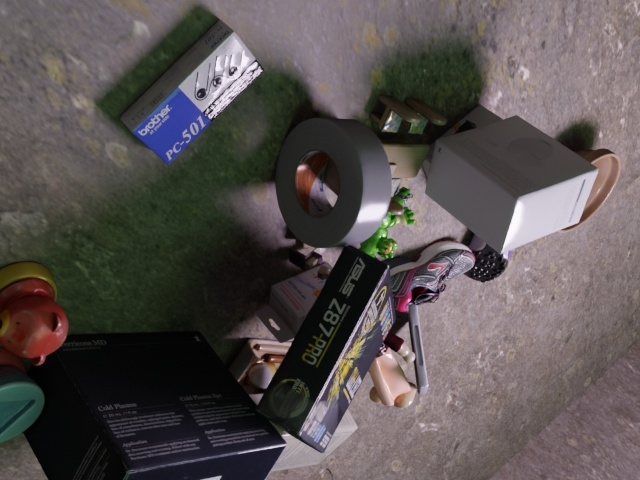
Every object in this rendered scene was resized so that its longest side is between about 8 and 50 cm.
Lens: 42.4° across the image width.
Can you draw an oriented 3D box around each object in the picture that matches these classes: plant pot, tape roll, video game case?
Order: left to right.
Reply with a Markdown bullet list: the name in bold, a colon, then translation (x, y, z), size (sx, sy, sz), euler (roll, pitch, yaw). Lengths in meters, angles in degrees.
- **tape roll**: translation (0.018, -0.098, 1.400), size (0.072, 0.219, 0.219), euler (-5, 129, -42)
- **video game case**: translation (0.234, 0.266, 1.987), size (0.023, 0.193, 0.212), euler (-7, 165, 4)
- **plant pot**: translation (0.634, -0.145, 2.075), size (0.237, 0.110, 0.237), euler (-27, 143, -23)

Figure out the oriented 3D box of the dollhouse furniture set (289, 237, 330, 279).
- **dollhouse furniture set**: translation (0.000, 0.000, 1.616), size (0.081, 0.091, 0.114), euler (-37, 145, -38)

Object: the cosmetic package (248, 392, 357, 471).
- **cosmetic package**: translation (-0.082, 0.416, 1.789), size (0.160, 0.113, 0.309), euler (-47, 147, 24)

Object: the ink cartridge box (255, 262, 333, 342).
- **ink cartridge box**: translation (-0.032, 0.125, 1.678), size (0.181, 0.104, 0.061), euler (-22, 140, -30)

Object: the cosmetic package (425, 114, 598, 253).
- **cosmetic package**: translation (0.366, -0.114, 1.604), size (0.225, 0.224, 0.138), euler (-18, 134, -30)

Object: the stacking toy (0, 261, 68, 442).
- **stacking toy**: translation (-0.526, 0.198, 1.228), size (0.279, 0.130, 0.309), euler (-5, 129, -43)

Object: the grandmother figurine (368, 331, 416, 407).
- **grandmother figurine**: translation (0.121, 0.246, 1.890), size (0.342, 0.208, 0.104), euler (62, 41, -33)

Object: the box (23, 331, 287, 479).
- **box**: translation (-0.296, 0.326, 1.435), size (0.343, 0.312, 0.179), euler (6, 122, -47)

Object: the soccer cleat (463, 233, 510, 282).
- **soccer cleat**: translation (0.425, -0.016, 2.011), size (0.318, 0.109, 0.116), euler (98, 12, -53)

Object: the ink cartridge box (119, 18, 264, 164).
- **ink cartridge box**: translation (-0.188, -0.217, 1.220), size (0.207, 0.046, 0.097), euler (-45, 144, 0)

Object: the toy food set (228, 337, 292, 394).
- **toy food set**: translation (-0.112, 0.334, 1.821), size (0.306, 0.092, 0.219), euler (15, 114, -51)

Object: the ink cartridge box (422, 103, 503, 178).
- **ink cartridge box**: translation (0.306, -0.180, 1.736), size (0.175, 0.072, 0.127), euler (-40, 144, -7)

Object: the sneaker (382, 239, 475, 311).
- **sneaker**: translation (0.252, 0.092, 1.928), size (0.299, 0.112, 0.121), euler (-19, 137, -33)

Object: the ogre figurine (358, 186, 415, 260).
- **ogre figurine**: translation (0.123, -0.010, 1.715), size (0.197, 0.097, 0.118), euler (-48, 166, 31)

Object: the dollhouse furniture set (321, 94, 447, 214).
- **dollhouse furniture set**: translation (0.122, -0.135, 1.518), size (0.242, 0.161, 0.212), euler (-5, 129, -43)

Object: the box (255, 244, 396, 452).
- **box**: translation (0.024, 0.215, 1.509), size (0.318, 0.097, 0.395), euler (-58, 165, -14)
